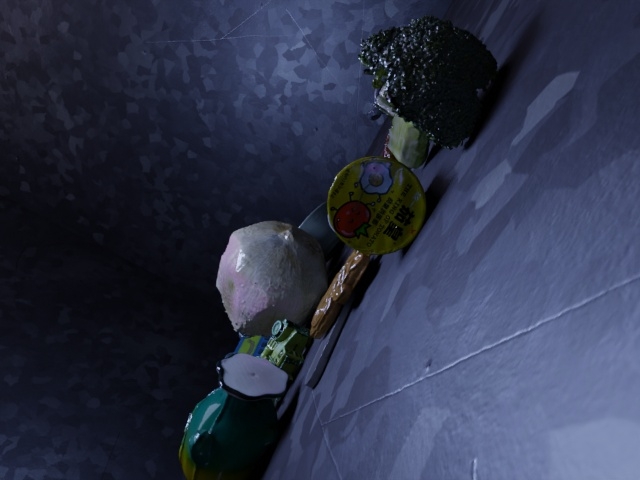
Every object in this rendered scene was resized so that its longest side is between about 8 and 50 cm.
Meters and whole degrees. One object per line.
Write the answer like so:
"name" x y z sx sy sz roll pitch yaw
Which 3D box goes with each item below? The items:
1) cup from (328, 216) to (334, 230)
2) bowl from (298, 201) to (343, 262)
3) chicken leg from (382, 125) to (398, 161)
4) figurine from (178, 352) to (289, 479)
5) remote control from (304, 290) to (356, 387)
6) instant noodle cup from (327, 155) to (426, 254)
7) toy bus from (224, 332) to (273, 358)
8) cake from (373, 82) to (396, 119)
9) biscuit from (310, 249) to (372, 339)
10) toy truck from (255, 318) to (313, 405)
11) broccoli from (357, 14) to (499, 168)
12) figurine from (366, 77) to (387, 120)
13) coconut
"cup" 0.101 -0.101 1.526 0.174 0.134 0.142 -63 1 6
"bowl" 0.000 0.000 1.864 0.289 0.146 0.289 -48 -11 -13
"chicken leg" 0.203 -0.228 1.288 0.089 0.048 0.219 40 -125 -56
"figurine" -0.218 0.479 1.164 0.323 0.231 0.340 -9 -57 -63
"remote control" 0.025 0.219 1.067 0.245 0.022 0.077 -63 1 -22
"instant noodle cup" 0.117 -0.079 0.905 0.182 0.182 0.144 -61 -5 21
"toy bus" -0.255 0.464 1.828 0.312 0.190 0.152 -67 -11 -53
"cake" 0.293 -0.332 1.213 0.158 0.172 0.283 -56 -29 10
"biscuit" 0.043 0.118 1.110 0.289 0.044 0.202 -62 0 43
"toy truck" -0.113 0.369 1.353 0.260 0.128 0.135 -61 29 -1
"broccoli" 0.217 -0.250 0.938 0.221 0.252 0.361 -59 -32 -14
"figurine" 0.309 -0.546 1.586 0.261 0.186 0.382 -52 5 40
"coconut" -0.152 0.106 1.599 0.405 0.404 0.404 -62 3 6
